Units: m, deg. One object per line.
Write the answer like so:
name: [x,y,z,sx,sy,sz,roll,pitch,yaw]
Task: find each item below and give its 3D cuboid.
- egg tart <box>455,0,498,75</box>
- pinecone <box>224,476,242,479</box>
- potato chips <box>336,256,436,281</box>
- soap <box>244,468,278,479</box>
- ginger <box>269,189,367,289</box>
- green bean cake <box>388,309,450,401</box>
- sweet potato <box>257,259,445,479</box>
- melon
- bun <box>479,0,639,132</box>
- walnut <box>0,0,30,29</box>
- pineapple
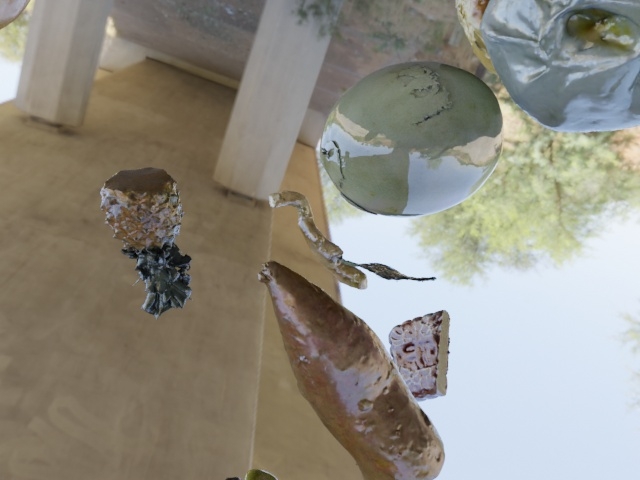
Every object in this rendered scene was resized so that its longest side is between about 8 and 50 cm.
egg tart: [0.488,-0.509,1.192,0.443,0.443,0.178,28,-154,23]
pinecone: [-0.132,0.496,0.978,0.202,0.229,0.201,-32,-175,-24]
potato chips: [0.135,0.064,1.243,0.209,0.026,0.142,14,-174,7]
soap: [-0.118,0.527,1.214,0.089,0.045,0.140,31,-152,-22]
ginger: [0.000,0.000,1.297,0.288,0.075,0.089,51,164,-9]
green bean cake: [0.296,0.332,1.719,0.097,0.199,0.232,19,-123,-47]
sweet potato: [0.026,0.158,0.757,0.336,0.131,0.131,58,-168,-11]
melon: [0.152,-0.173,1.043,0.330,0.268,0.268,-12,-153,-16]
bun: [0.392,-0.296,0.849,0.354,0.354,0.194,27,-135,21]
walnut: [-0.326,-0.268,0.486,0.195,0.221,0.195,12,-141,-10]
pineapple: [-0.278,0.008,0.995,0.128,0.248,0.128,-3,-150,2]
